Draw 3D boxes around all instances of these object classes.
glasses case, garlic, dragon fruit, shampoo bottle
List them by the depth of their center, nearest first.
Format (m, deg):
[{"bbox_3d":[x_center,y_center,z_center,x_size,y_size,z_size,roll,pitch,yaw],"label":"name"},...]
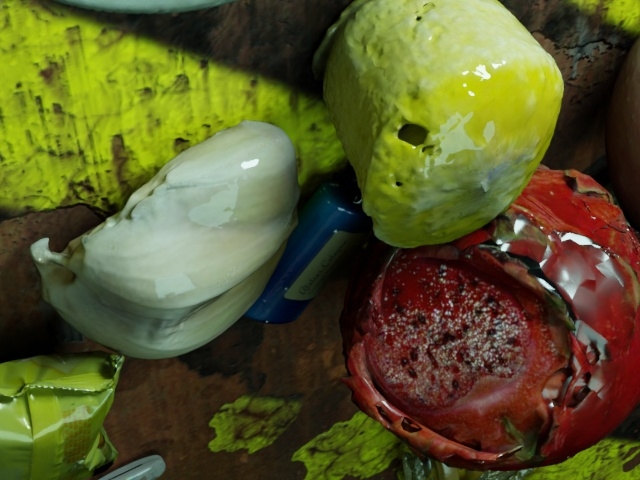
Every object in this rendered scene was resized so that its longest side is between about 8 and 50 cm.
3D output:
[{"bbox_3d":[-0.117,0.022,1.364,0.228,0.110,0.217,-22,149,-18],"label":"garlic"},{"bbox_3d":[0.000,0.000,1.484,0.087,0.050,0.183,3,133,-50],"label":"shampoo bottle"},{"bbox_3d":[0.161,0.067,1.493,0.296,0.301,0.295,2,113,6],"label":"dragon fruit"},{"bbox_3d":[-0.197,0.243,1.663,0.083,0.021,0.032,-23,144,-15],"label":"glasses case"}]

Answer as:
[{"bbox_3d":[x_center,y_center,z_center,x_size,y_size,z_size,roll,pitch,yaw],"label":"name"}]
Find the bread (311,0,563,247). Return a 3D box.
[{"bbox_3d":[0.096,-0.103,1.318,0.197,0.170,0.197,-22,148,-15],"label":"bread"}]

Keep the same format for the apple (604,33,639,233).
[{"bbox_3d":[0.398,-0.115,1.505,0.306,0.235,0.305,-24,149,-16],"label":"apple"}]

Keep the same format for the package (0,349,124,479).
[{"bbox_3d":[-0.251,0.161,1.428,0.168,0.090,0.226,-8,153,-18],"label":"package"}]

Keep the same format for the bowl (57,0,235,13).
[{"bbox_3d":[-0.091,-0.292,0.898,0.313,0.146,0.313,1,112,4],"label":"bowl"}]

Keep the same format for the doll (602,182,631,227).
[{"bbox_3d":[0.311,-0.018,1.699,0.203,0.091,0.286,41,93,-23],"label":"doll"}]

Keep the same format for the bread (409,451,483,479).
[{"bbox_3d":[0.168,0.218,1.872,0.177,0.084,0.119,-24,119,-20],"label":"bread"}]

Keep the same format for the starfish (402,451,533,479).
[{"bbox_3d":[0.199,0.332,2.048,0.375,0.094,0.327,15,104,-44],"label":"starfish"}]
